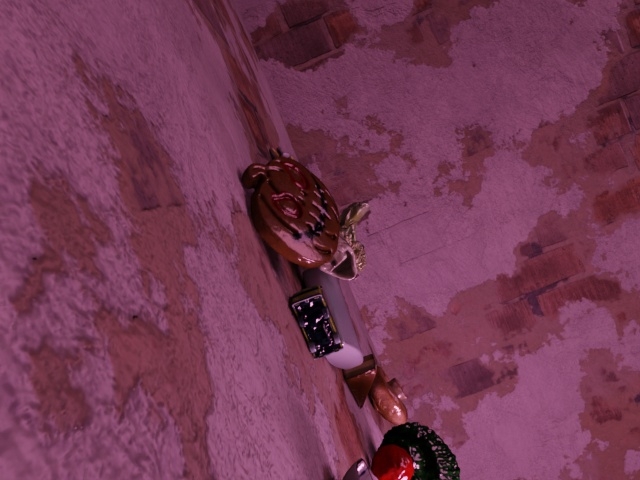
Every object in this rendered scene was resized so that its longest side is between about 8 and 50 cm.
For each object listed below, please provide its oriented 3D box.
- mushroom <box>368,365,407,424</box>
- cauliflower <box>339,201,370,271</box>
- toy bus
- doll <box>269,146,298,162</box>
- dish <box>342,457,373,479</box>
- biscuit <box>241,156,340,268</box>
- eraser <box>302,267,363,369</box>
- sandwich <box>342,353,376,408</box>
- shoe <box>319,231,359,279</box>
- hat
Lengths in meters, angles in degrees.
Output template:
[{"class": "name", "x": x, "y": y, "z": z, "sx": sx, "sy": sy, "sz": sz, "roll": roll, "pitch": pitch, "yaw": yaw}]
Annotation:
[{"class": "mushroom", "x": 0.273, "y": 0.639, "z": 2.189, "sx": 0.278, "sy": 0.146, "sz": 0.278, "roll": 58, "pitch": 3, "yaw": -4}, {"class": "cauliflower", "x": 0.044, "y": 0.001, "z": 1.896, "sx": 0.281, "sy": 0.261, "sz": 0.326, "roll": -71, "pitch": 146, "yaw": -45}, {"class": "toy bus", "x": -0.011, "y": 0.205, "z": 1.351, "sx": 0.101, "sy": 0.088, "sz": 0.174, "roll": -102, "pitch": 172, "yaw": -68}, {"class": "doll", "x": -0.109, "y": -0.237, "z": 2.108, "sx": 0.145, "sy": 0.103, "sz": 0.316, "roll": -112, "pitch": -178, "yaw": -55}, {"class": "dish", "x": 0.074, "y": 0.522, "z": 1.015, "sx": 0.191, "sy": 0.066, "sz": 0.190, "roll": -20, "pitch": 90, "yaw": -83}, {"class": "biscuit", "x": -0.069, "y": -0.097, "z": 1.392, "sx": 0.314, "sy": 0.063, "sz": 0.367, "roll": 40, "pitch": 33, "yaw": -22}, {"class": "eraser", "x": 0.038, "y": 0.233, "z": 1.624, "sx": 0.189, "sy": 0.104, "sz": 0.289, "roll": 58, "pitch": 12, "yaw": -53}, {"class": "sandwich", "x": 0.154, "y": 0.476, "z": 1.777, "sx": 0.079, "sy": 0.114, "sz": 0.163, "roll": -103, "pitch": 171, "yaw": -59}, {"class": "shoe", "x": 0.000, "y": 0.000, "z": 1.553, "sx": 0.342, "sy": 0.132, "sz": 0.210, "roll": 41, "pitch": 9, "yaw": -44}, {"class": "hat", "x": 0.261, "y": 0.706, "z": 1.617, "sx": 0.332, "sy": 0.242, "sz": 0.274, "roll": 22, "pitch": 18, "yaw": -51}]
